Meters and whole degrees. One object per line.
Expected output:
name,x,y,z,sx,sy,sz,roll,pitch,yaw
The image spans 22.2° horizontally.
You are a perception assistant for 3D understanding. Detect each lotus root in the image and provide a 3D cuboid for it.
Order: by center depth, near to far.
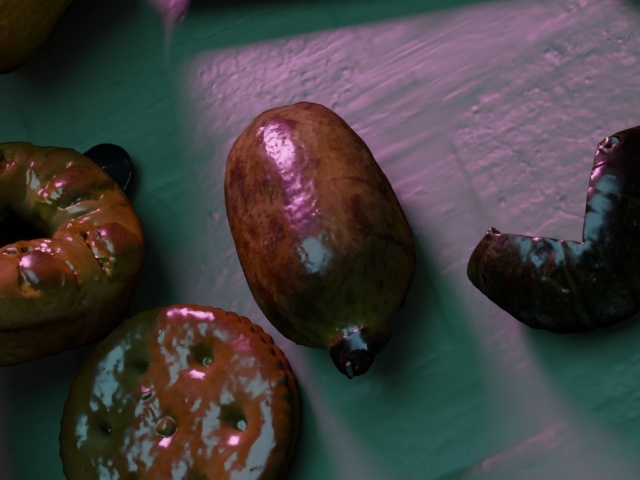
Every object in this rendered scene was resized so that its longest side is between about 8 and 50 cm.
lotus root,0.000,0.000,1.345,0.145,0.128,0.260,-36,52,23

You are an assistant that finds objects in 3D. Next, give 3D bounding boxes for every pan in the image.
pan,-0.222,-0.062,1.531,0.115,0.023,0.068,16,77,26

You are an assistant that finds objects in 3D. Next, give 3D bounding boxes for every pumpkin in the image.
pumpkin,0.213,0.007,1.250,0.183,0.119,0.108,-43,56,9

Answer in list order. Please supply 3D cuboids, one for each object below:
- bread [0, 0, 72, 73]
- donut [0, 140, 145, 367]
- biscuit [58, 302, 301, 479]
bread,-0.383,-0.320,1.531,0.398,0.398,0.215,39,100,32
donut,-0.264,0.009,1.413,0.226,0.114,0.226,5,45,-5
biscuit,-0.117,0.159,1.368,0.220,0.066,0.220,-8,69,21
